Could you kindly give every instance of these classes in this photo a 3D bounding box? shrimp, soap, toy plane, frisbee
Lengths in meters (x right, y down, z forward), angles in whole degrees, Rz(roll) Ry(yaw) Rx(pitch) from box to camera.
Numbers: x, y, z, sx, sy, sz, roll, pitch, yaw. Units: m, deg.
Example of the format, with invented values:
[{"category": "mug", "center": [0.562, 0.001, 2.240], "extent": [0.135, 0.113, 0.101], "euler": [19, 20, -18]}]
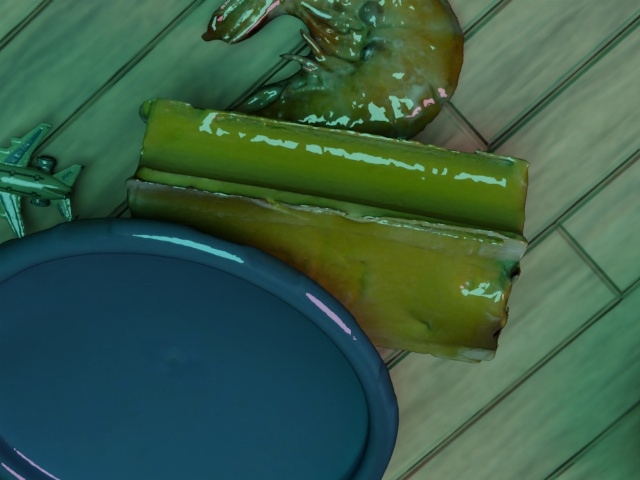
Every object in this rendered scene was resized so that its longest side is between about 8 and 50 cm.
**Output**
[{"category": "shrimp", "center": [-0.007, -0.106, 1.089], "extent": [0.188, 0.051, 0.132], "euler": [-20, 80, 4]}, {"category": "soap", "center": [0.000, -0.001, 1.061], "extent": [0.233, 0.076, 0.135], "euler": [11, 144, 2]}, {"category": "toy plane", "center": [-0.187, -0.038, 1.118], "extent": [0.083, 0.033, 0.080], "euler": [14, 105, 7]}, {"category": "frisbee", "center": [-0.093, 0.086, 1.094], "extent": [0.290, 0.049, 0.289], "euler": [6, 133, 6]}]
